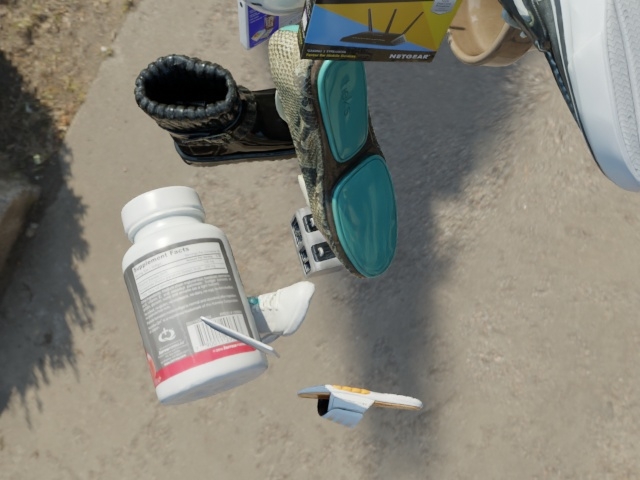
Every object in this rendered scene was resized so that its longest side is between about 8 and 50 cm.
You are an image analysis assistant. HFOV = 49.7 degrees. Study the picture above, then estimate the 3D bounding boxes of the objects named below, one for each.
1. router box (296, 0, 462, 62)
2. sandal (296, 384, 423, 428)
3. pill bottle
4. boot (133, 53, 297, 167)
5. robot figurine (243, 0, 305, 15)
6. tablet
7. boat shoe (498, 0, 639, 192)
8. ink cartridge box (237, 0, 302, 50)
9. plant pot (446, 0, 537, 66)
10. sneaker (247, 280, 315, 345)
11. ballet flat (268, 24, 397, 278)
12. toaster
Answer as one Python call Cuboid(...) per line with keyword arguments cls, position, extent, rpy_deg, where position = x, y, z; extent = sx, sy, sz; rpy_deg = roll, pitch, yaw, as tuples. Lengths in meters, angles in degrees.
Cuboid(cls="router box", position=(0.070, -0.276, 0.835), extent=(0.178, 0.133, 0.046), rpy_deg=(-3, 64, -14))
Cuboid(cls="sandal", position=(0.082, 0.347, 1.413), extent=(0.265, 0.102, 0.076), rpy_deg=(9, 70, -7))
Cuboid(cls="pill bottle", position=(-0.211, 0.082, 1.094), extent=(0.176, 0.176, 0.319), rpy_deg=(-27, 72, 22))
Cuboid(cls="boot", position=(-0.127, -0.237, 1.216), extent=(0.347, 0.260, 0.131), rpy_deg=(-15, 73, -2))
Cuboid(cls="robot figurine", position=(-0.070, -0.487, 1.063), extent=(0.209, 0.173, 0.278), rpy_deg=(-33, 60, 55))
Cuboid(cls="tablet", position=(-0.082, 0.101, 0.712), extent=(0.083, 0.054, 0.006), rpy_deg=(22, 76, 11))
Cuboid(cls="boat shoe", position=(0.191, -0.198, 0.506), extent=(0.119, 0.121, 0.335), rpy_deg=(0, 107, 65))
Cuboid(cls="ink cartridge box", position=(-0.116, -0.606, 1.730), extent=(0.045, 0.206, 0.208), rpy_deg=(45, 155, 19))
Cuboid(cls="plant pot", position=(0.332, -0.385, 1.009), extent=(0.229, 0.263, 0.263), rpy_deg=(-1, 104, -15))
Cuboid(cls="sneaker", position=(-0.088, 0.116, 1.152), extent=(0.094, 0.080, 0.212), rpy_deg=(30, 142, -15))
Cuboid(cls="ballet flat", position=(0.018, -0.147, 1.168), extent=(0.182, 0.164, 0.483), rpy_deg=(30, 150, 40))
Cuboid(cls="toaster", position=(0.000, 0.000, 1.753), extent=(0.110, 0.186, 0.168), rpy_deg=(-14, 82, -13))
